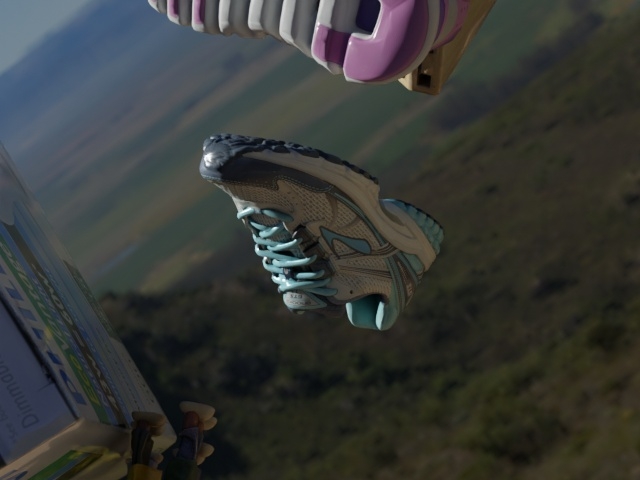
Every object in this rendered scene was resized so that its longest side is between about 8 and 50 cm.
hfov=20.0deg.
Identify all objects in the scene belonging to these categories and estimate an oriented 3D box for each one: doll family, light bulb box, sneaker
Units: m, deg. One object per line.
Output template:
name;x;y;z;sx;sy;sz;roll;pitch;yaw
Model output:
doll family;-0.112;0.179;1.174;0.193;0.076;0.111;97;-179;-66
light bulb box;-0.302;0.040;1.224;0.225;0.358;0.361;-32;-8;-1
sneaker;-0.012;-0.157;1.036;0.104;0.236;0.095;-17;-52;-52
sneaker;0.000;0.000;1.496;0.110;0.283;0.122;14;80;42

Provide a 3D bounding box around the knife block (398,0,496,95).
knife block;0.127;-0.247;1.571;0.242;0.088;0.275;-14;39;-21
